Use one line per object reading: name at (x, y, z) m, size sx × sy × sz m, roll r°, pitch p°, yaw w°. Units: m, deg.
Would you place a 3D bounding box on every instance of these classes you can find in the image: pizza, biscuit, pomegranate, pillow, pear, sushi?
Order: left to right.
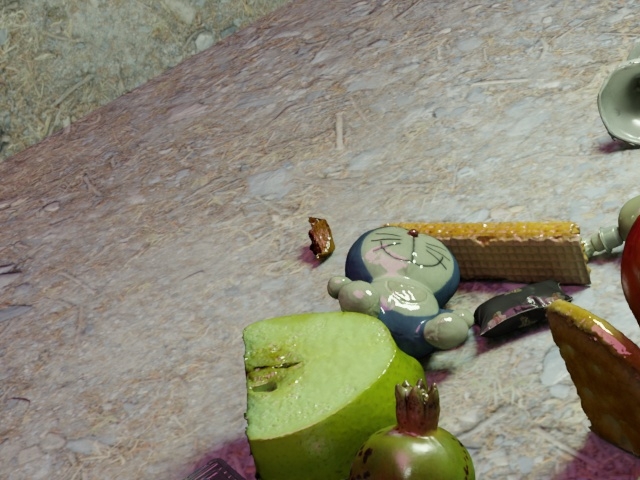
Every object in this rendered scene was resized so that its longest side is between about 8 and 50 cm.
sushi at (0.000, 0.000, 2.275) m, size 0.047 × 0.050 × 0.099 m, roll -16°, pitch 41°, yaw 1°
pear at (0.018, 0.223, 1.752) m, size 0.292 × 0.159 × 0.292 m, roll -15°, pitch 31°, yaw 9°
pomegranate at (0.114, 0.275, 1.554) m, size 0.159 × 0.205 × 0.159 m, roll 3°, pitch 9°, yaw 0°
biscuit at (0.256, 0.016, 2.023) m, size 0.378 × 0.094 × 0.054 m, roll 0°, pitch 34°, yaw 36°
pillow at (0.298, 0.100, 1.890) m, size 0.150 × 0.048 × 0.090 m, roll -22°, pitch 30°, yaw 5°
pizza at (0.379, 0.193, 1.558) m, size 0.058 × 0.197 × 0.292 m, roll -34°, pitch 67°, yaw -19°

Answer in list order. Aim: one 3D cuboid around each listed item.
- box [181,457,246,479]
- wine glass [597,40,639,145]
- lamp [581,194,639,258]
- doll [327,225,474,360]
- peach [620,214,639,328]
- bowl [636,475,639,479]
box at (-0.141, 0.353, 1.734) m, size 0.074 × 0.054 × 0.099 m, roll -31°, pitch 29°, yaw -21°
wine glass at (0.589, -0.277, 2.254) m, size 0.165 × 0.165 × 0.196 m, roll -6°, pitch 27°, yaw 27°
lamp at (0.467, -0.011, 1.950) m, size 0.163 × 0.091 × 0.091 m, roll -25°, pitch 23°, yaw 31°
doll at (0.125, 0.076, 1.938) m, size 0.228 × 0.154 × 0.258 m, roll 14°, pitch 45°, yaw -1°
peach at (0.552, 0.086, 1.441) m, size 0.406 × 0.335 × 0.310 m, roll 1°, pitch 62°, yaw 8°
bowl at (0.425, 0.278, 1.330) m, size 0.237 × 0.126 × 0.238 m, roll -17°, pitch 9°, yaw 3°
